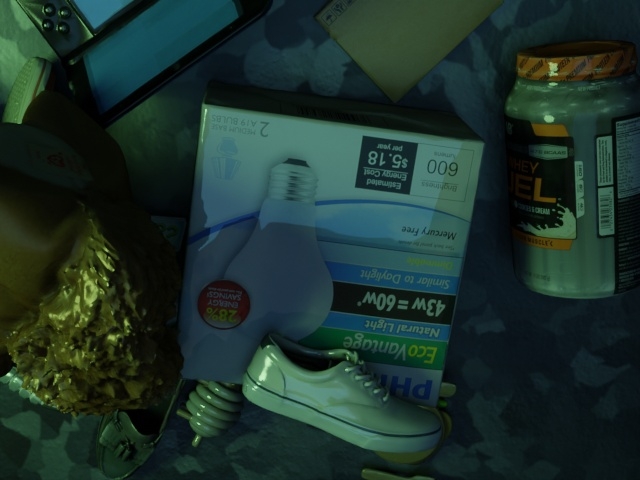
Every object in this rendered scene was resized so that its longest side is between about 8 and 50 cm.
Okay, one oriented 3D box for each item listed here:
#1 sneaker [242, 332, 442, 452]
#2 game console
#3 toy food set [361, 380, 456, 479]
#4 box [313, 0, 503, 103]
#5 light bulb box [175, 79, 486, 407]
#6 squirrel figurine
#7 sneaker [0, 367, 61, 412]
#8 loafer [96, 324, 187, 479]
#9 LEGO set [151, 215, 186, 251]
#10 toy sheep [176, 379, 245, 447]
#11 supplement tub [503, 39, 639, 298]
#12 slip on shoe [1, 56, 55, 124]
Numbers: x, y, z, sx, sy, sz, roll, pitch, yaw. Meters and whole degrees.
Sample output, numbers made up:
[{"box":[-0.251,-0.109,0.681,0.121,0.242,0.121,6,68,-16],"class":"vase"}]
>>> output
[{"box":[0.035,0.186,1.316,0.258,0.094,0.091,17,111,-7],"class":"sneaker"},{"box":[-0.241,-0.323,1.348,0.293,0.173,0.250,-34,105,8],"class":"game console"},{"box":[0.131,0.281,1.615,0.132,0.038,0.192,11,111,3],"class":"toy food set"},{"box":[0.118,-0.310,1.441,0.201,0.021,0.164,-43,103,10],"class":"box"},{"box":[0.000,0.000,1.425,0.357,0.225,0.361,7,106,-4],"class":"light bulb box"},{"box":[-0.351,0.073,1.257,0.397,0.281,0.370,36,117,10],"class":"squirrel figurine"},{"box":[-0.410,0.143,1.530,0.228,0.086,0.132,32,101,-9],"class":"sneaker"},{"box":[-0.258,0.245,1.563,0.096,0.084,0.268,27,104,-9],"class":"loafer"},{"box":[-0.307,0.049,1.467,0.244,0.060,0.183,5,112,-30],"class":"LEGO set"},{"box":[-0.157,0.241,1.566,0.091,0.091,0.132,25,101,-9],"class":"toy sheep"},{"box":[0.344,-0.098,1.422,0.193,0.193,0.316,-6,106,0],"class":"supplement tub"},{"box":[-0.384,-0.084,1.456,0.101,0.123,0.332,0,108,-24],"class":"slip on shoe"}]
